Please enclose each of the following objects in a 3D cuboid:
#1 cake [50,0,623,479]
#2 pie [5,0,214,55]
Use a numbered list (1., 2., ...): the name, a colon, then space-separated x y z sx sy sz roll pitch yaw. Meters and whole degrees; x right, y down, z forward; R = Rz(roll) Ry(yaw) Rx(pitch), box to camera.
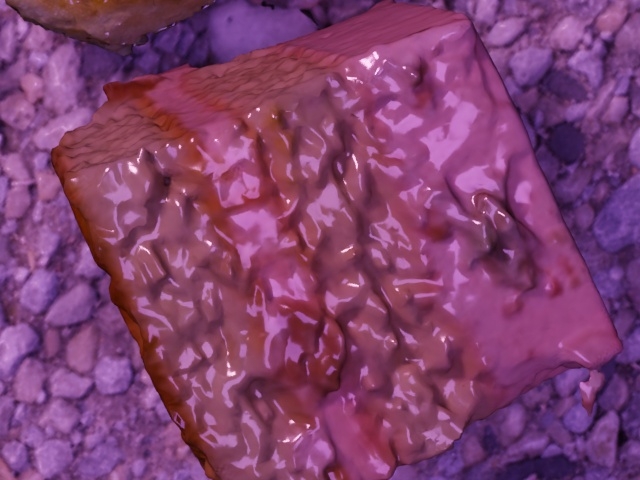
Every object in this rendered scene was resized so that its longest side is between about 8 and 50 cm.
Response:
1. cake: 0.000 0.000 1.335 0.306 0.293 0.314 -26 108 -5
2. pie: -0.119 -0.362 1.303 0.395 0.180 0.418 -21 115 3
